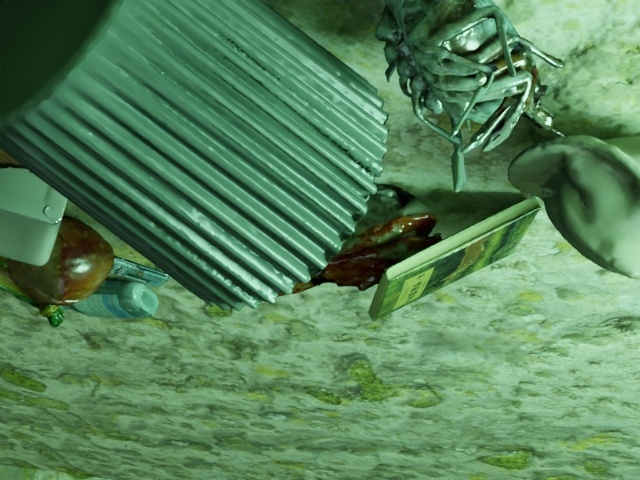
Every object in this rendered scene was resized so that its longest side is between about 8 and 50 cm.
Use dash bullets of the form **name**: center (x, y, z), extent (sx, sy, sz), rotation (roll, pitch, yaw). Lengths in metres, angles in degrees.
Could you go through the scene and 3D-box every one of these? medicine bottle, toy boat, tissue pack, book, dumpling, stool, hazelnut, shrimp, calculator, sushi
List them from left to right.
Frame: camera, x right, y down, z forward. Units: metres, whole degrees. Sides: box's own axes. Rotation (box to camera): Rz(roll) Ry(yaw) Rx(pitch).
- **tissue pack**: center (-0.442, -0.091, 1.466), extent (0.246, 0.159, 0.136), rotation (16, 152, -13)
- **toy boat**: center (-0.517, 0.067, 1.900), extent (0.230, 0.088, 0.089), rotation (26, 149, -31)
- **hazelnut**: center (-0.390, 0.026, 1.740), extent (0.154, 0.143, 0.143), rotation (0, 154, 35)
- **medicine bottle**: center (-0.382, 0.099, 1.963), extent (0.209, 0.053, 0.090), rotation (0, 156, 25)
- **calculator**: center (-0.330, 0.041, 1.868), extent (0.172, 0.018, 0.057), rotation (19, 154, -24)
- **stool**: center (-0.146, -0.130, 1.146), extent (0.297, 0.297, 0.330), rotation (-15, 142, 40)
- **sushi**: center (0.000, 0.000, 1.540), extent (0.332, 0.129, 0.124), rotation (-9, 149, 12)
- **shrimp**: center (0.104, -0.188, 1.098), extent (0.410, 0.166, 0.221), rotation (47, 170, -36)
- **book**: center (0.173, 0.027, 1.510), extent (0.228, 0.024, 0.160), rotation (-26, 162, -15)
- **dumpling**: center (0.317, -0.044, 1.303), extent (0.227, 0.175, 0.243), rotation (23, 142, -13)

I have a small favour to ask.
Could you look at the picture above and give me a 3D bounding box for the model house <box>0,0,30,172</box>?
- **model house**: center (-0.353, -0.192, 1.250), extent (0.183, 0.166, 0.172), rotation (6, 144, 43)
